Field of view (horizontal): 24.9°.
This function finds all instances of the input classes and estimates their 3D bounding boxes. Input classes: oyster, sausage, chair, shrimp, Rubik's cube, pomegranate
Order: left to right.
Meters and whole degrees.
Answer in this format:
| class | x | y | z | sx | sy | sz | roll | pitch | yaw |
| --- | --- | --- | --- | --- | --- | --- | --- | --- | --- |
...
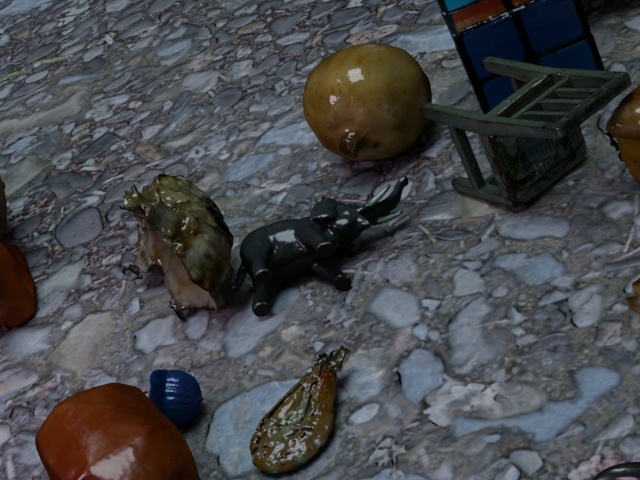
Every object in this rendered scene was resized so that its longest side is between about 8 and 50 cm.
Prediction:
| class | x | y | z | sx | sy | sz | roll | pitch | yaw |
| --- | --- | --- | --- | --- | --- | --- | --- | --- | --- |
| sausage | -0.225 | 0.253 | 1.609 | 0.141 | 0.153 | 0.268 | -23 | 27 | -17 |
| oyster | -0.202 | 0.002 | 1.982 | 0.133 | 0.198 | 0.337 | -22 | 11 | -15 |
| shrimp | -0.015 | 0.194 | 1.657 | 0.091 | 0.043 | 0.184 | 6 | 49 | 32 |
| pomegranate | 0.064 | -0.190 | 2.057 | 0.196 | 0.196 | 0.196 | -19 | 31 | 12 |
| Rubik's cube | 0.280 | -0.285 | 2.032 | 0.183 | 0.167 | 0.180 | -22 | 29 | 5 |
| chair | 0.272 | -0.129 | 1.819 | 0.136 | 0.147 | 0.270 | -38 | 30 | -22 |

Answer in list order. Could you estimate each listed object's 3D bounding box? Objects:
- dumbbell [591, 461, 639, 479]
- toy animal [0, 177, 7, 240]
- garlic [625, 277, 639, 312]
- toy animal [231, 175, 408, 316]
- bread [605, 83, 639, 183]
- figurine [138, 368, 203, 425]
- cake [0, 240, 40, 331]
| class | x | y | z | sx | sy | sz | roll | pitch | yaw |
| --- | --- | --- | --- | --- | --- | --- | --- | --- | --- |
| dumbbell | 0.264 | 0.293 | 1.140 | 0.192 | 0.192 | 0.290 | 5 | 43 | 42 |
| toy animal | -0.612 | -0.046 | 2.263 | 0.269 | 0.237 | 0.326 | -10 | 11 | 33 |
| garlic | 0.397 | 0.035 | 1.551 | 0.152 | 0.066 | 0.084 | -29 | 28 | 0 |
| toy animal | 0.004 | 0.004 | 1.886 | 0.269 | 0.082 | 0.137 | -25 | 31 | 4 |
| bread | 0.478 | -0.165 | 1.740 | 0.260 | 0.129 | 0.134 | -38 | 33 | -16 |
| figurine | -0.204 | 0.204 | 1.770 | 0.136 | 0.079 | 0.077 | -34 | 16 | 39 |
| cake | -0.491 | 0.060 | 2.192 | 0.098 | 0.135 | 0.287 | -35 | 11 | -5 |
